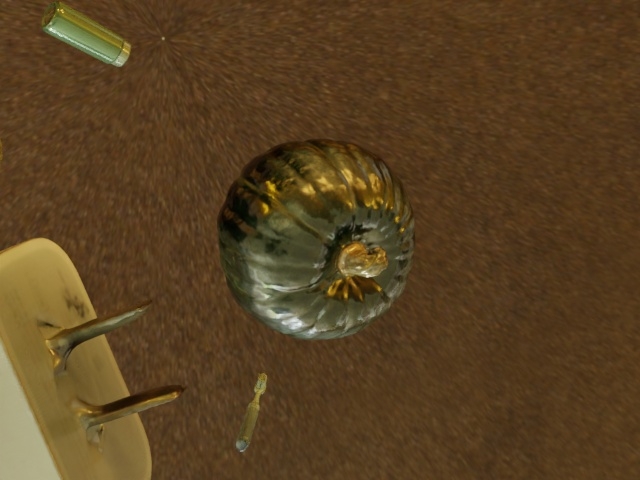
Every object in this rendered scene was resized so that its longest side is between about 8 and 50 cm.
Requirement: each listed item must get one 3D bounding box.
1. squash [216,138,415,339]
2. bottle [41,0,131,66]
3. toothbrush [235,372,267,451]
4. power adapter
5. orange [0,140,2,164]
[{"bbox_3d":[-0.003,-0.001,1.260,0.218,0.172,0.218,-7,127,-10],"label":"squash"},{"bbox_3d":[-0.214,-0.188,1.137,0.083,0.030,0.030,26,96,-36],"label":"bottle"},{"bbox_3d":[-0.080,0.203,1.489,0.016,0.219,0.019,15,104,0],"label":"toothbrush"},{"bbox_3d":[-0.210,0.108,0.803,0.255,0.124,0.187,-19,98,18],"label":"power adapter"},{"bbox_3d":[-0.476,-0.064,1.298,0.271,0.368,0.210,-19,131,-25],"label":"orange"}]
